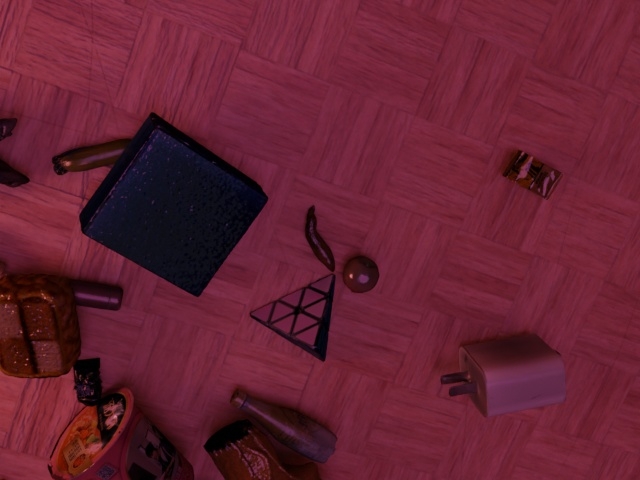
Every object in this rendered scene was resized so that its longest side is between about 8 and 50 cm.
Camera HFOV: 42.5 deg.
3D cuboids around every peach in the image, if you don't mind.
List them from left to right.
[{"bbox_3d":[0.088,0.076,1.814,0.083,0.083,0.083,-3,107,-10],"label":"peach"}]

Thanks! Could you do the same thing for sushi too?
[{"bbox_3d":[-0.501,0.310,1.772,0.056,0.085,0.083,-4,109,-8],"label":"sushi"}]

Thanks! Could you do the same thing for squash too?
[{"bbox_3d":[-0.450,-0.170,1.657,0.183,0.052,0.052,-11,108,-4],"label":"squash"}]

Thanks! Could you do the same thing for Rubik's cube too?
[{"bbox_3d":[-0.054,0.197,1.775,0.190,0.178,0.212,0,105,-7],"label":"Rubik's cube"}]

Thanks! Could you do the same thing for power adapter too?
[{"bbox_3d":[0.406,0.313,1.885,0.255,0.187,0.124,-10,107,-8],"label":"power adapter"}]

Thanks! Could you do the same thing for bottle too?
[{"bbox_3d":[-0.488,0.114,1.731,0.140,0.053,0.053,11,104,-13],"label":"bottle"},{"bbox_3d":[-0.086,0.418,1.884,0.269,0.083,0.083,34,98,-14],"label":"bottle"}]

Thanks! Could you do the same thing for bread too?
[{"bbox_3d":[-0.587,0.173,1.679,0.181,0.096,0.222,3,118,3],"label":"bread"}]

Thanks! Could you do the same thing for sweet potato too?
[{"bbox_3d":[-0.006,0.002,1.796,0.041,0.038,0.153,-27,103,-27],"label":"sweet potato"}]

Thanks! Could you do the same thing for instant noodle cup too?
[{"bbox_3d":[-0.412,0.483,1.779,0.244,0.244,0.255,-39,117,3],"label":"instant noodle cup"}]

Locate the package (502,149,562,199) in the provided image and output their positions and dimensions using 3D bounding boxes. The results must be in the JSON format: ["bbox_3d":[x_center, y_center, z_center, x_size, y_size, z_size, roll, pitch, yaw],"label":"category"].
[{"bbox_3d":[0.466,-0.149,1.832,0.131,0.047,0.071,24,103,-15],"label":"package"}]

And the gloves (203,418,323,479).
[{"bbox_3d":[-0.116,0.554,1.860,0.203,0.155,0.356,-27,118,41],"label":"gloves"}]

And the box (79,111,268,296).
[{"bbox_3d":[-0.295,-0.069,1.662,0.279,0.116,0.261,33,100,-29],"label":"box"}]

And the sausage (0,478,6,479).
[{"bbox_3d":[-0.723,0.596,1.849,0.024,0.024,0.133,11,105,-13],"label":"sausage"}]

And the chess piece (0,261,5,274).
[{"bbox_3d":[-0.705,0.041,1.668,0.122,0.066,0.066,36,98,-24],"label":"chess piece"}]

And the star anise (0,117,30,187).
[{"bbox_3d":[-0.694,-0.157,1.584,0.257,0.111,0.199,-12,109,0],"label":"star anise"}]
